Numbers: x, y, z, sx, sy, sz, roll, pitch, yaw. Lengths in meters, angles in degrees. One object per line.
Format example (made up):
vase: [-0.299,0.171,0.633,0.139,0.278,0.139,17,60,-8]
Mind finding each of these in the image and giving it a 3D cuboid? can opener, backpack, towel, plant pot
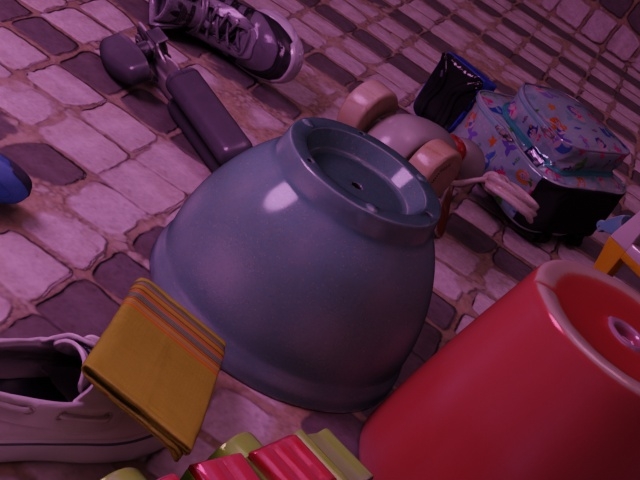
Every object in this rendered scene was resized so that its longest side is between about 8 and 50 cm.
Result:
can opener: [-0.185,-0.166,1.379,0.095,0.076,0.283,-23,54,-20]
backpack: [0.223,-0.231,1.842,0.098,0.120,0.101,46,20,28]
towel: [-0.130,0.095,0.899,0.102,0.021,0.237,40,11,-8]
plant pot: [0.212,0.169,1.030,0.275,0.243,0.275,26,27,-14]
backpack: [0.334,-0.137,1.745,0.225,0.191,0.253,2,35,-44]
plant pot: [0.000,0.000,1.135,0.293,0.196,0.293,25,27,-14]

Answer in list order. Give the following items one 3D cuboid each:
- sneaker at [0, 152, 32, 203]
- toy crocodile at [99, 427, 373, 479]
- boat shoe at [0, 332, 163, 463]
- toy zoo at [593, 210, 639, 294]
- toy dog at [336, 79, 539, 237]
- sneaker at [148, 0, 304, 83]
sneaker: [-0.367,-0.064,1.014,0.209,0.069,0.082,26,59,-32]
toy crocodile: [-0.070,0.201,0.825,0.115,0.105,0.341,46,29,25]
boat shoe: [-0.191,0.116,0.860,0.258,0.084,0.095,-1,42,-48]
toy zoo: [0.486,0.071,1.538,0.030,0.192,0.293,1,40,-47]
toy dog: [0.122,-0.084,1.507,0.334,0.161,0.220,26,21,-46]
sneaker: [-0.153,-0.309,1.598,0.268,0.101,0.153,42,28,30]
